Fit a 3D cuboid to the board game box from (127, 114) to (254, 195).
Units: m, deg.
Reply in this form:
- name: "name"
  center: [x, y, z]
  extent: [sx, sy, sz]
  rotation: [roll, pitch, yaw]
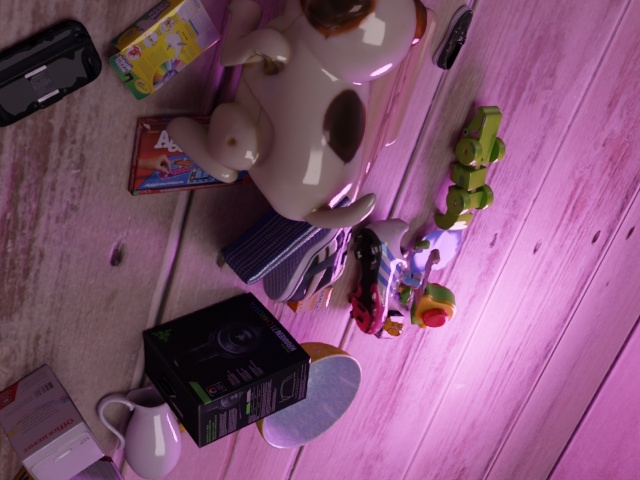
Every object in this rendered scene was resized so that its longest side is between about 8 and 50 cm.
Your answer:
- name: "board game box"
  center: [-0.216, -0.164, 1.540]
  extent: [0.281, 0.027, 0.145]
  rotation: [-10, 126, -38]

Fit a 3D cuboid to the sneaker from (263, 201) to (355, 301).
- name: "sneaker"
  center: [0.000, 0.000, 1.800]
  extent: [0.128, 0.126, 0.321]
  rotation: [9, 126, -41]

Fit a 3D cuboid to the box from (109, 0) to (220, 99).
- name: "box"
  center: [-0.260, -0.321, 1.357]
  extent: [0.179, 0.043, 0.105]
  rotation: [-43, 141, -10]

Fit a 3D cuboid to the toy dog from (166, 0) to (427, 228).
- name: "toy dog"
  center: [-0.014, -0.258, 1.330]
  extent: [0.285, 0.395, 0.407]
  rotation: [7, 123, -41]

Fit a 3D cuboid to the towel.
- name: "towel"
  center: [-0.078, -0.025, 1.585]
  extent: [0.243, 0.336, 0.040]
  rotation: [-42, 104, -6]

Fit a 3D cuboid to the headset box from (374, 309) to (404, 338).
- name: "headset box"
  center: [0.181, 0.230, 2.226]
  extent: [0.062, 0.032, 0.083]
  rotation: [5, 118, -44]

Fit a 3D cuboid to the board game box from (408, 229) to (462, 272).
- name: "board game box"
  center: [0.292, 0.018, 2.150]
  extent: [0.169, 0.033, 0.133]
  rotation: [-6, 129, -37]

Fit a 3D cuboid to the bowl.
- name: "bowl"
  center: [-0.060, 0.346, 2.002]
  extent: [0.290, 0.156, 0.289]
  rotation: [-24, 135, -27]

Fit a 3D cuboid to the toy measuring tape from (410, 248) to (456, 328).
- name: "toy measuring tape"
  center: [0.314, 0.135, 2.176]
  extent: [0.121, 0.121, 0.330]
  rotation: [-26, 149, -25]

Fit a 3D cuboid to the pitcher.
- name: "pitcher"
  center: [-0.391, 0.415, 1.800]
  extent: [0.178, 0.125, 0.207]
  rotation: [-4, 115, -16]

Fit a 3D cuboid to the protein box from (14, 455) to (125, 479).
- name: "protein box"
  center: [-0.546, 0.567, 1.752]
  extent: [0.199, 0.136, 0.201]
  rotation: [-53, 141, 6]

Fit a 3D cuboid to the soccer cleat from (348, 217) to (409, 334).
- name: "soccer cleat"
  center: [0.156, 0.091, 2.023]
  extent: [0.143, 0.116, 0.331]
  rotation: [-22, 134, -28]

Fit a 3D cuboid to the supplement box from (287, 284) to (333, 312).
- name: "supplement box"
  center: [-0.024, 0.132, 1.953]
  extent: [0.098, 0.036, 0.062]
  rotation: [-7, 127, -39]

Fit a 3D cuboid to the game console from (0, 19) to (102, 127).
- name: "game console"
  center: [-0.493, -0.200, 1.243]
  extent: [0.361, 0.044, 0.213]
  rotation: [-33, 140, -17]

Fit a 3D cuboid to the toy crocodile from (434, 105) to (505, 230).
- name: "toy crocodile"
  center: [0.365, -0.170, 2.024]
  extent: [0.115, 0.105, 0.340]
  rotation: [-14, 126, -36]

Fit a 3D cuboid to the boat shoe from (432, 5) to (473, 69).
- name: "boat shoe"
  center: [0.293, -0.431, 1.776]
  extent: [0.049, 0.040, 0.142]
  rotation: [9, 115, -46]

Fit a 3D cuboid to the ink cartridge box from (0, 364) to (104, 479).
- name: "ink cartridge box"
  center: [-0.518, 0.357, 1.572]
  extent: [0.128, 0.176, 0.127]
  rotation: [-32, 138, -18]

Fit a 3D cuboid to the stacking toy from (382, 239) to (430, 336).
- name: "stacking toy"
  center: [0.220, 0.118, 2.040]
  extent: [0.221, 0.052, 0.167]
  rotation: [107, 3, -55]

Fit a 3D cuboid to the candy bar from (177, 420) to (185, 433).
- name: "candy bar"
  center: [-0.304, 0.411, 1.940]
  extent: [0.161, 0.018, 0.040]
  rotation: [-48, 145, -1]

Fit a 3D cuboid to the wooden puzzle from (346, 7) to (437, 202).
- name: "wooden puzzle"
  center: [0.116, -0.278, 1.628]
  extent: [0.348, 0.081, 0.322]
  rotation: [-53, 163, -57]

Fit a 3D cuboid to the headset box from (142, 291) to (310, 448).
- name: "headset box"
  center: [-0.207, 0.265, 1.731]
  extent: [0.283, 0.246, 0.131]
  rotation: [-19, 134, -29]
